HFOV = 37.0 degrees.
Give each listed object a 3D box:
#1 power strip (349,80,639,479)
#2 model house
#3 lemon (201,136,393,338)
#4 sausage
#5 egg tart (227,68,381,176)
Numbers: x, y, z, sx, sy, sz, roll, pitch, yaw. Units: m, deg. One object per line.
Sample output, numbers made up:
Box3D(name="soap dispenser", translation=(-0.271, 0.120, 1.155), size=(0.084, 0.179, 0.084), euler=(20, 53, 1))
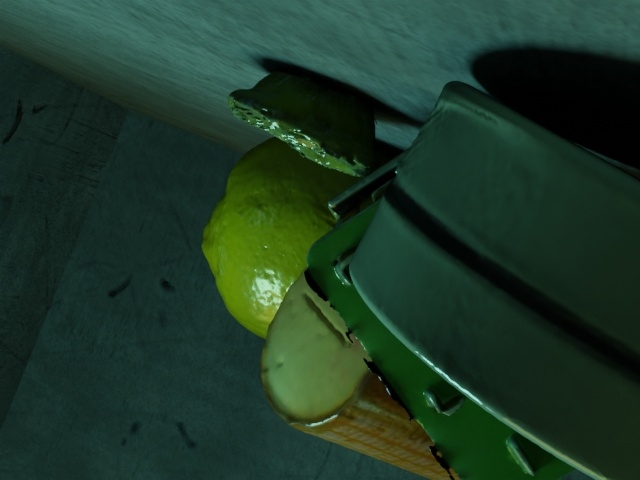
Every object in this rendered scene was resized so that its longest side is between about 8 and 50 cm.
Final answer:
Box3D(name="power strip", translation=(0.190, 0.031, 0.673), size=(0.357, 0.161, 0.357), euler=(27, -167, -7))
Box3D(name="model house", translation=(0.179, 0.045, 1.003), size=(0.358, 0.242, 0.313), euler=(53, -165, -12))
Box3D(name="lemon", translation=(0.000, 0.000, 1.417), size=(0.347, 0.348, 0.348), euler=(22, 180, 0))
Box3D(name="sausage", translation=(0.098, 0.168, 1.226), size=(0.287, 0.233, 0.233), euler=(29, 176, -35))
Box3D(name="egg tart", translation=(-0.015, -0.134, 1.053), size=(0.197, 0.078, 0.197), euler=(23, 180, 0))
